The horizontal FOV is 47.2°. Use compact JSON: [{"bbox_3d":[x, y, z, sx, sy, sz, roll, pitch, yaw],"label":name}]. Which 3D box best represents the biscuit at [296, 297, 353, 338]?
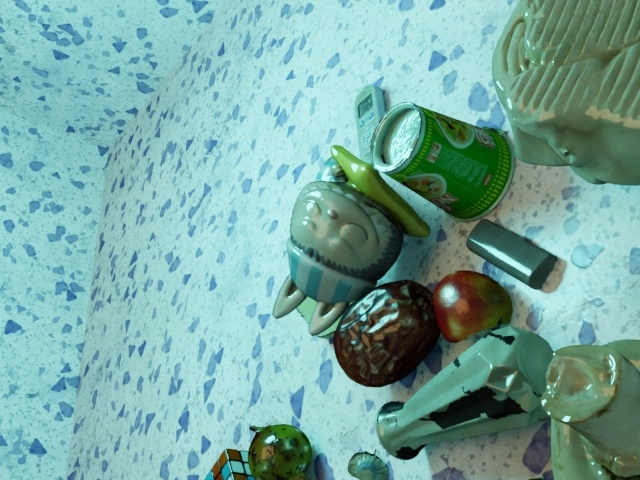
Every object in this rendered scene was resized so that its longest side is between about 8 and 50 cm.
[{"bbox_3d":[0.017,0.148,1.770,0.147,0.046,0.250,-62,33,12],"label":"biscuit"}]

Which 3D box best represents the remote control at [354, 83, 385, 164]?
[{"bbox_3d":[0.130,-0.286,1.827,0.087,0.047,0.244,-39,44,44],"label":"remote control"}]

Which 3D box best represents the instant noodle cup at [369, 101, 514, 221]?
[{"bbox_3d":[0.229,-0.168,1.443,0.207,0.233,0.207,-32,48,45],"label":"instant noodle cup"}]

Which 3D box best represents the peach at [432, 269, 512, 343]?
[{"bbox_3d":[0.277,0.113,1.352,0.151,0.151,0.118,-19,103,51],"label":"peach"}]

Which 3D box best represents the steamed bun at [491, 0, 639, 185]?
[{"bbox_3d":[0.451,-0.227,1.130,0.368,0.255,0.342,14,65,29],"label":"steamed bun"}]

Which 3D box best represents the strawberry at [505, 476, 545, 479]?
[{"bbox_3d":[0.311,0.440,1.109,0.131,0.131,0.148,-38,43,40],"label":"strawberry"}]

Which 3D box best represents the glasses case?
[{"bbox_3d":[0.348,0.021,1.352,0.072,0.042,0.190,-58,34,5],"label":"glasses case"}]

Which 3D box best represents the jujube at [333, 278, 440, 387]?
[{"bbox_3d":[0.127,0.188,1.464,0.243,0.183,0.183,-50,38,39],"label":"jujube"}]

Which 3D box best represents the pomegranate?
[{"bbox_3d":[-0.084,0.510,1.641,0.156,0.156,0.220,-54,37,25],"label":"pomegranate"}]

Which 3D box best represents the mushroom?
[{"bbox_3d":[0.390,0.249,0.935,0.292,0.290,0.292,-34,43,40],"label":"mushroom"}]

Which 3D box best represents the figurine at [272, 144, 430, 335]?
[{"bbox_3d":[0.000,0.000,1.595,0.377,0.266,0.361,-46,17,1],"label":"figurine"}]

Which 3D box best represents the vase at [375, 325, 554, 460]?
[{"bbox_3d":[0.245,0.280,1.273,0.360,0.165,0.165,-40,43,44],"label":"vase"}]

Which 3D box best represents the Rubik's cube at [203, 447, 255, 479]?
[{"bbox_3d":[-0.176,0.604,1.723,0.151,0.154,0.155,-58,34,21],"label":"Rubik's cube"}]

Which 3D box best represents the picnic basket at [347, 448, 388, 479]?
[{"bbox_3d":[0.097,0.461,1.483,0.083,0.083,0.065,7,-77,-78],"label":"picnic basket"}]
